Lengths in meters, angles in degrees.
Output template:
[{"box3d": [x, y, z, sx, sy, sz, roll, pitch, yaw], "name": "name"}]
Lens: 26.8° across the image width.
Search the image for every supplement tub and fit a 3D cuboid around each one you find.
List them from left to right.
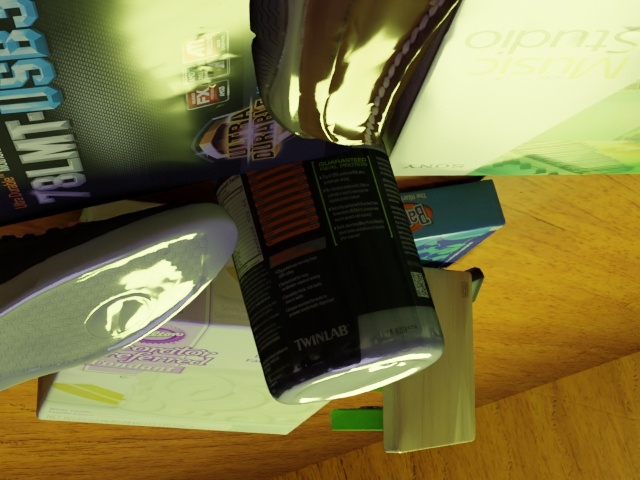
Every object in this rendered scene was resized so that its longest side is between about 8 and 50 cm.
[{"box3d": [0.000, 0.000, 0.861, 0.117, 0.190, 0.117, -14, 165, -4], "name": "supplement tub"}]

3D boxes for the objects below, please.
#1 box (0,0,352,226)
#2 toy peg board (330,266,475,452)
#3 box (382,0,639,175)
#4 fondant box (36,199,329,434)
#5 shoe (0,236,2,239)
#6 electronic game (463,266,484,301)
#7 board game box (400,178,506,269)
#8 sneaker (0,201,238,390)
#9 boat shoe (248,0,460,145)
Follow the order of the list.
[{"box3d": [-0.120, -0.091, 0.645, 0.293, 0.073, 0.295, -15, 164, -9], "name": "box"}, {"box3d": [0.072, 0.107, 1.233, 0.079, 0.161, 0.160, -3, 175, 30], "name": "toy peg board"}, {"box3d": [0.170, -0.117, 0.794, 0.232, 0.059, 0.322, -1, 164, -7], "name": "box"}, {"box3d": [-0.096, 0.075, 1.102, 0.238, 0.096, 0.330, 6, 158, -16], "name": "fondant box"}, {"box3d": [-0.297, 0.041, 0.937, 0.178, 0.064, 0.081, -22, 170, 35], "name": "shoe"}, {"box3d": [0.069, 0.089, 1.407, 0.229, 0.048, 0.229, -29, 173, -4], "name": "electronic game"}, {"box3d": [0.036, 0.007, 1.199, 0.210, 0.047, 0.160, -9, 164, -23], "name": "board game box"}, {"box3d": [-0.202, 0.012, 0.819, 0.295, 0.147, 0.104, -26, 148, 4], "name": "sneaker"}, {"box3d": [0.057, -0.137, 0.393, 0.119, 0.123, 0.324, 17, 145, -1], "name": "boat shoe"}]
